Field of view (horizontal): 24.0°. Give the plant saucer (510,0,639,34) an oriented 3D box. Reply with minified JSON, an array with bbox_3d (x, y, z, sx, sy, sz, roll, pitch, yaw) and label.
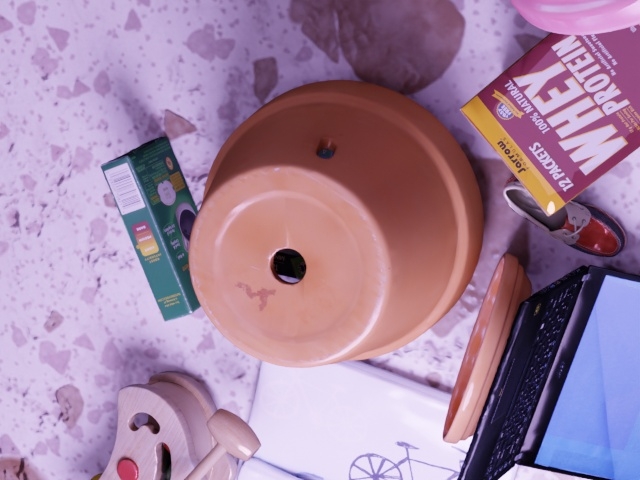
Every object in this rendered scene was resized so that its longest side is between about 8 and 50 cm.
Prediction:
[{"bbox_3d":[0.284,-0.320,1.278,0.332,0.332,0.084,-32,122,23],"label":"plant saucer"}]

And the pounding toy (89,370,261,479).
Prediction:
[{"bbox_3d":[-0.198,0.246,1.677,0.269,0.155,0.154,-44,78,27],"label":"pounding toy"}]

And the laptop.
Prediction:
[{"bbox_3d":[0.263,0.158,1.462,0.137,0.264,0.234,25,111,22],"label":"laptop"}]

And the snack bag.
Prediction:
[{"bbox_3d":[0.052,0.296,1.679,0.323,0.037,0.342,19,109,13],"label":"snack bag"}]

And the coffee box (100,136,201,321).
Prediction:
[{"bbox_3d":[-0.168,-0.013,1.628,0.040,0.113,0.184,-19,99,21],"label":"coffee box"}]

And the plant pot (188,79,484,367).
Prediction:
[{"bbox_3d":[0.000,0.000,1.481,0.291,0.203,0.290,4,106,16],"label":"plant pot"}]

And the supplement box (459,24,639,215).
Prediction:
[{"bbox_3d":[0.260,-0.147,1.404,0.191,0.194,0.129,-39,90,23],"label":"supplement box"}]

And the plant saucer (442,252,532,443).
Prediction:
[{"bbox_3d":[0.169,0.111,1.504,0.037,0.200,0.200,18,110,3],"label":"plant saucer"}]

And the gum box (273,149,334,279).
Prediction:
[{"bbox_3d":[0.011,-0.045,1.598,0.157,0.041,0.184,12,107,15],"label":"gum box"}]

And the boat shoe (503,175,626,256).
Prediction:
[{"bbox_3d":[0.246,-0.023,1.525,0.137,0.043,0.049,32,110,6],"label":"boat shoe"}]
